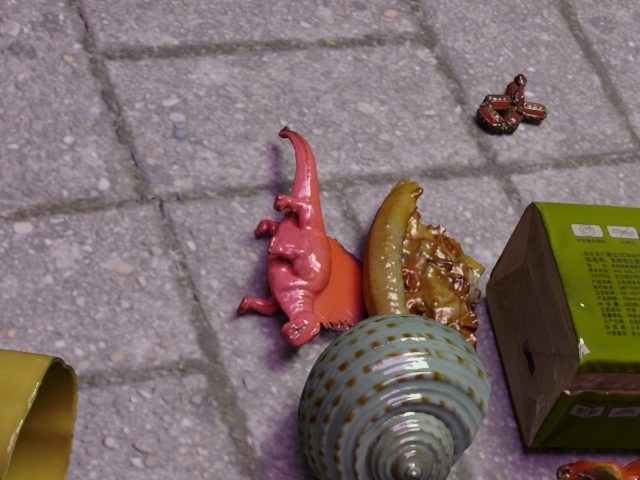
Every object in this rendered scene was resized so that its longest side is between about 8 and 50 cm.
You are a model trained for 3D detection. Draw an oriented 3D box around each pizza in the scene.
[{"bbox_3d":[0.103,0.049,1.693,0.134,0.056,0.271,21,44,-13],"label":"pizza"}]

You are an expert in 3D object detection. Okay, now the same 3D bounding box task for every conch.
[{"bbox_3d":[0.048,0.141,1.531,0.131,0.172,0.200,23,17,-47],"label":"conch"}]

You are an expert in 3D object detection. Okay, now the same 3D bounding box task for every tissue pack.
[{"bbox_3d":[0.326,0.086,1.672,0.275,0.167,0.200,3,49,-17],"label":"tissue pack"}]

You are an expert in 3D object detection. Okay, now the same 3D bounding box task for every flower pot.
[{"bbox_3d":[-0.307,0.167,1.371,0.179,0.195,0.195,13,47,7],"label":"flower pot"}]

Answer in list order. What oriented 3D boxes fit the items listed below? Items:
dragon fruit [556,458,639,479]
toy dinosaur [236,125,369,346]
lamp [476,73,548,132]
[{"bbox_3d":[0.305,0.285,1.471,0.227,0.224,0.224,8,50,-9],"label":"dragon fruit"},{"bbox_3d":[0.006,0.005,1.702,0.139,0.070,0.286,23,44,-14],"label":"toy dinosaur"},{"bbox_3d":[0.210,-0.149,1.920,0.083,0.031,0.063,-26,63,-30],"label":"lamp"}]
